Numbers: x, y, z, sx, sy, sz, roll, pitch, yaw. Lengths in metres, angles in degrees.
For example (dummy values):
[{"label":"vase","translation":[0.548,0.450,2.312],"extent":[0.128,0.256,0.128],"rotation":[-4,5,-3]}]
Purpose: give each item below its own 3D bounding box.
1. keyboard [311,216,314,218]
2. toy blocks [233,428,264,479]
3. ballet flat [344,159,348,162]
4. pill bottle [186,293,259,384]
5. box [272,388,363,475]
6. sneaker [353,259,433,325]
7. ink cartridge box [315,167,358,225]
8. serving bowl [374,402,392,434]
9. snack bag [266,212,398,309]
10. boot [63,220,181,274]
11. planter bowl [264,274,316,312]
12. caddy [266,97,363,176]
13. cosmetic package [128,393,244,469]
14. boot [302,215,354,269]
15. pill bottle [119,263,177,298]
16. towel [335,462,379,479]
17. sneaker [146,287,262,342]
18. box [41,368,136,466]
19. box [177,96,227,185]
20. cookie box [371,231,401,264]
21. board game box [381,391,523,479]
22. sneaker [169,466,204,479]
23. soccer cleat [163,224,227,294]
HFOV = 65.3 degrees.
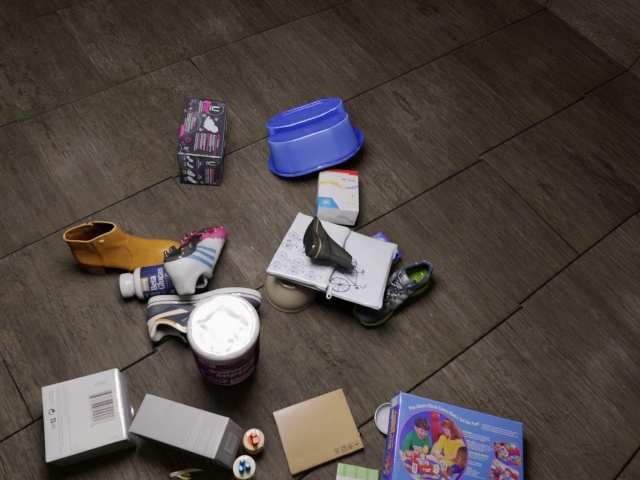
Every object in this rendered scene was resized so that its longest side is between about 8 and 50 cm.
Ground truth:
[{"label":"keyboard","translation":[0.000,0.000,1.620],"extent":[0.108,0.023,0.180],"rotation":[-8,62,-5]},{"label":"toy blocks","translation":[-0.174,0.519,1.216],"extent":[0.054,0.148,0.123],"rotation":[17,59,2]},{"label":"ballet flat","translation":[0.064,-0.361,1.825],"extent":[0.067,0.073,0.206],"rotation":[-12,55,17]},{"label":"pill bottle","translation":[-0.238,0.268,1.266],"extent":[0.170,0.301,0.169],"rotation":[3,59,-5]},{"label":"box","translation":[-0.007,0.502,1.322],"extent":[0.201,0.021,0.164],"rotation":[-15,63,-15]},{"label":"sneaker","translation":[0.222,0.145,1.504],"extent":[0.300,0.121,0.111],"rotation":[-34,69,-24]},{"label":"ink cartridge box","translation":[0.056,-0.166,1.678],"extent":[0.134,0.078,0.230],"rotation":[5,51,-5]},{"label":"serving bowl","translation":[0.186,0.486,1.353],"extent":[0.084,0.027,0.083],"rotation":[4,59,-6]},{"label":"snack bag","translation":[0.050,0.052,1.478],"extent":[0.343,0.037,0.323],"rotation":[19,37,6]},{"label":"boot","translation":[-0.553,0.014,1.427],"extent":[0.296,0.211,0.104],"rotation":[-10,62,-13]},{"label":"planter bowl","translation":[-0.086,0.121,1.486],"extent":[0.162,0.109,0.161],"rotation":[3,59,-5]},{"label":"caddy","translation":[-0.026,-0.337,1.703],"extent":[0.342,0.179,0.241],"rotation":[-17,40,4]},{"label":"cosmetic package","translation":[-0.322,0.461,1.210],"extent":[0.238,0.127,0.107],"rotation":[6,58,18]},{"label":"boot","translation":[0.025,0.013,1.451],"extent":[0.137,0.076,0.197],"rotation":[23,30,-15]},{"label":"pill bottle","translation":[-0.483,0.119,1.442],"extent":[0.170,0.094,0.094],"rotation":[-9,61,-10]},{"label":"towel","translation":[0.087,0.648,1.252],"extent":[0.113,0.023,0.151],"rotation":[13,57,-2]},{"label":"sneaker","translation":[-0.321,0.216,1.392],"extent":[0.322,0.126,0.127],"rotation":[-7,56,1]},{"label":"box","translation":[-0.568,0.436,1.230],"extent":[0.182,0.119,0.180],"rotation":[-13,62,-14]},{"label":"box","translation":[-0.390,-0.330,1.680],"extent":[0.142,0.163,0.247],"rotation":[5,59,-9]},{"label":"cookie box","translation":[0.190,0.040,1.609],"extent":[0.092,0.040,0.107],"rotation":[-30,67,-23]},{"label":"board game box","translation":[0.344,0.553,1.286],"extent":[0.348,0.078,0.233],"rotation":[16,59,-5]},{"label":"sneaker","translation":[-0.328,0.582,1.231],"extent":[0.084,0.031,0.035],"rotation":[-7,74,-7]},{"label":"soccer cleat","translation":[-0.353,0.054,1.449],"extent":[0.116,0.143,0.331],"rotation":[-11,14,14]}]
